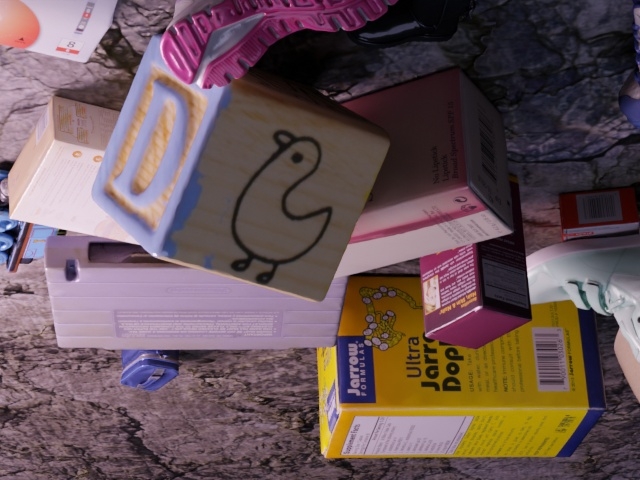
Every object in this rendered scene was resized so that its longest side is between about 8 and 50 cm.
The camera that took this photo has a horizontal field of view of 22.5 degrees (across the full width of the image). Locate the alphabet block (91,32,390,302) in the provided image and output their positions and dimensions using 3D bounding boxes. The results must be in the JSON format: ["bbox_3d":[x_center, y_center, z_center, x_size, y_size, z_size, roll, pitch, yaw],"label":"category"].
[{"bbox_3d":[-0.082,-0.073,1.596,0.197,0.192,0.193,16,-166,-33],"label":"alphabet block"}]

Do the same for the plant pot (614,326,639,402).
[{"bbox_3d":[0.495,0.132,2.089,0.191,0.284,0.284,29,161,19],"label":"plant pot"}]

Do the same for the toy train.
[{"bbox_3d":[-0.350,-0.023,1.882,0.105,0.080,0.184,1,154,-19],"label":"toy train"}]

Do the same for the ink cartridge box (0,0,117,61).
[{"bbox_3d":[-0.255,-0.236,1.490,0.145,0.045,0.179,10,154,-24],"label":"ink cartridge box"}]

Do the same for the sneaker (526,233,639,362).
[{"bbox_3d":[0.341,0.079,1.930,0.256,0.151,0.094,-12,153,26],"label":"sneaker"}]

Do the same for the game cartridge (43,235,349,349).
[{"bbox_3d":[-0.148,0.064,1.951,0.355,0.068,0.230,1,156,-5],"label":"game cartridge"}]

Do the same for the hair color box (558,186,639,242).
[{"bbox_3d":[0.346,-0.002,1.996,0.093,0.053,0.167,-6,155,8],"label":"hair color box"}]

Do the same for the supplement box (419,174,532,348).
[{"bbox_3d":[0.177,0.018,1.872,0.081,0.188,0.104,15,149,-32],"label":"supplement box"}]

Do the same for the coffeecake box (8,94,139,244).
[{"bbox_3d":[-0.231,-0.071,1.770,0.185,0.068,0.142,13,138,-26],"label":"coffeecake box"}]

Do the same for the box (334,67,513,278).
[{"bbox_3d":[0.075,-0.069,1.734,0.232,0.148,0.127,-15,151,24],"label":"box"}]

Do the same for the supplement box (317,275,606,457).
[{"bbox_3d":[0.183,0.174,2.185,0.356,0.195,0.194,1,154,-7],"label":"supplement box"}]

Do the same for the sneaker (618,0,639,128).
[{"bbox_3d":[0.343,-0.215,1.536,0.131,0.112,0.296,22,148,-8],"label":"sneaker"}]

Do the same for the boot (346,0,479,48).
[{"bbox_3d":[0.091,-0.226,1.531,0.121,0.045,0.099,-3,157,-14],"label":"boot"}]

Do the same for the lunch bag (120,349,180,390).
[{"bbox_3d":[-0.242,0.176,2.307,0.067,0.065,0.098,13,151,-27],"label":"lunch bag"}]

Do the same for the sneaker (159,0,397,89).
[{"bbox_3d":[-0.032,-0.238,1.440,0.252,0.111,0.103,-22,132,8],"label":"sneaker"}]
